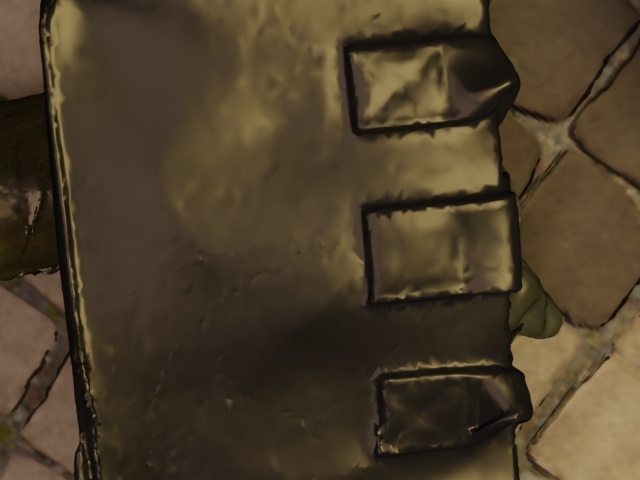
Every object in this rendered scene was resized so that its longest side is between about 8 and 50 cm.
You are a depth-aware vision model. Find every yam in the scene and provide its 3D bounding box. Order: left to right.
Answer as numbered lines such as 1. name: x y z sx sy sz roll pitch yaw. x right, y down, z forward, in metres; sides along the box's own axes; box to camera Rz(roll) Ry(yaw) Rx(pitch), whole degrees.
1. yam: -0.169 -0.027 1.043 0.259 0.106 0.106 -11 104 -13

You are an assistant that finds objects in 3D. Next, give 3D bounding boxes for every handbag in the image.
1. handbag: 0.000 0.000 0.980 0.269 0.118 0.325 -5 101 -6
